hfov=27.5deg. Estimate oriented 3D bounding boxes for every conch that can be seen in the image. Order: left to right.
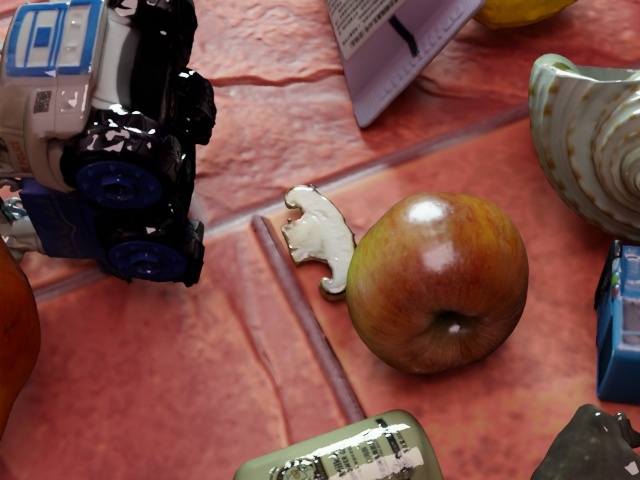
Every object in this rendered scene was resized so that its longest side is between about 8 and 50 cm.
[{"bbox_3d":[0.232,-0.063,0.920,0.172,0.200,0.131,5,96,22],"label":"conch"}]

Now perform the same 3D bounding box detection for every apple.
[{"bbox_3d":[0.076,0.026,0.873,0.126,0.126,0.102,-13,44,-7],"label":"apple"}]

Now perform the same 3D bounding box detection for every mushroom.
[{"bbox_3d":[0.000,0.000,0.947,0.049,0.019,0.101,-15,58,-9],"label":"mushroom"}]

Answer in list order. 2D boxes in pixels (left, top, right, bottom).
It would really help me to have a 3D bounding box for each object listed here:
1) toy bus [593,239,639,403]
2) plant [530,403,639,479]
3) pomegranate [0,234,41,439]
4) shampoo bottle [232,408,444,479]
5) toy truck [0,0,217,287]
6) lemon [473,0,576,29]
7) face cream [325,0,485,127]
[{"bbox_3d":[0.279,0.063,0.869,0.184,0.090,0.106,5,60,6],"label":"toy bus"},{"bbox_3d":[0.201,0.182,0.737,0.188,0.199,0.276,36,64,25],"label":"plant"},{"bbox_3d":[-0.279,0.059,0.811,0.209,0.209,0.209,0,59,0],"label":"pomegranate"},{"bbox_3d":[-0.007,0.165,0.814,0.162,0.079,0.079,-17,61,-10],"label":"shampoo bottle"},{"bbox_3d":[-0.165,-0.070,0.880,0.177,0.213,0.161,0,58,6],"label":"toy truck"},{"bbox_3d":[0.164,-0.228,1.024,0.155,0.114,0.114,-27,62,-1],"label":"lemon"},{"bbox_3d":[0.045,-0.236,1.032,0.096,0.154,0.274,16,46,-37],"label":"face cream"}]
